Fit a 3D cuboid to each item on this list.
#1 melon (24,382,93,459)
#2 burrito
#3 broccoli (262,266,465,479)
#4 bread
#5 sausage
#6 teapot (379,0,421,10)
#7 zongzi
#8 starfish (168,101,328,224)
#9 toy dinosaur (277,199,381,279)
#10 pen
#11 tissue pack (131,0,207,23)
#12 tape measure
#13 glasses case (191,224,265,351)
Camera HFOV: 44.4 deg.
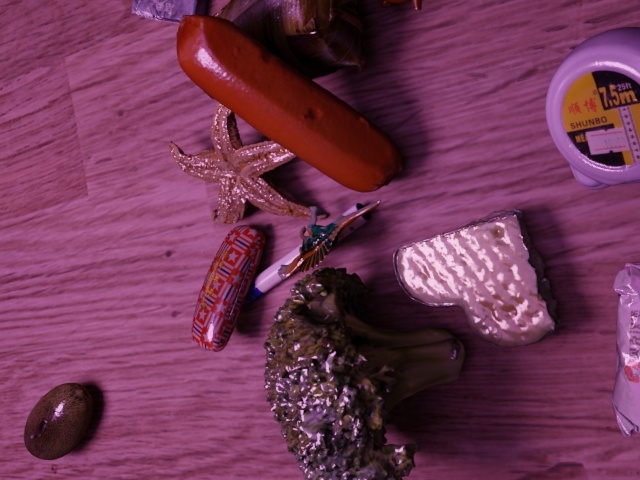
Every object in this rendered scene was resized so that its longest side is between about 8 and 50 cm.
[{"bbox_3d":[-0.450,0.310,1.354,0.099,0.099,0.162,44,112,19],"label":"melon"},{"bbox_3d":[0.373,0.126,0.922,0.064,0.064,0.203,1,94,28],"label":"burrito"},{"bbox_3d":[0.035,0.177,1.010,0.235,0.260,0.288,-11,85,42],"label":"broccoli"},{"bbox_3d":[0.209,0.032,1.004,0.232,0.064,0.172,27,104,23],"label":"bread"},{"bbox_3d":[-0.041,-0.170,1.020,0.097,0.348,0.094,-31,31,60],"label":"sausage"},{"bbox_3d":[0.095,-0.361,1.031,0.116,0.116,0.173,-53,44,20],"label":"teapot"},{"bbox_3d":[-0.065,-0.355,1.110,0.286,0.134,0.288,-8,74,34],"label":"zongzi"},{"bbox_3d":[-0.114,-0.110,1.143,0.277,0.062,0.236,28,126,18],"label":"starfish"},{"bbox_3d":[0.003,0.002,1.058,0.187,0.044,0.106,-7,46,52],"label":"toy dinosaur"},{"bbox_3d":[-0.036,0.028,1.154,0.269,0.033,0.033,-35,76,24],"label":"pen"},{"bbox_3d":[-0.223,-0.416,1.218,0.112,0.051,0.156,14,99,17],"label":"tissue pack"},{"bbox_3d":[0.352,-0.151,0.876,0.196,0.105,0.178,0,116,51],"label":"tape measure"},{"bbox_3d":[-0.144,0.067,1.173,0.073,0.049,0.194,12,79,45],"label":"glasses case"}]
